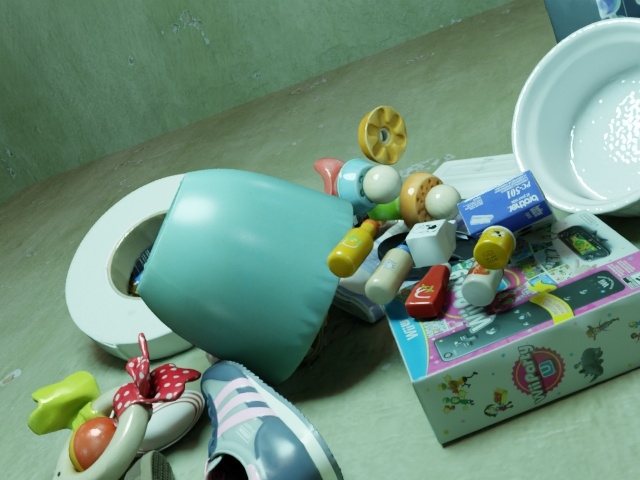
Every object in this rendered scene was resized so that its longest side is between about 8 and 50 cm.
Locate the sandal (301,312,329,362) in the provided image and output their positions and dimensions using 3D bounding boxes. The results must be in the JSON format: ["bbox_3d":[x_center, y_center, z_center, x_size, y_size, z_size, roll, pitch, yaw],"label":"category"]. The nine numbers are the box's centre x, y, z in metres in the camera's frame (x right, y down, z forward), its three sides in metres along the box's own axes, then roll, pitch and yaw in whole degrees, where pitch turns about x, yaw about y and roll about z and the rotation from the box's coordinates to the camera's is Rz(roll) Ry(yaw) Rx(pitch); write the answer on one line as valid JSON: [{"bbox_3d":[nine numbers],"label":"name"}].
[{"bbox_3d":[-0.012,0.128,1.171,0.072,0.049,0.180,-23,36,21],"label":"sandal"}]

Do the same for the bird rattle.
[{"bbox_3d":[-0.288,0.263,1.039,0.253,0.143,0.207,-18,42,27],"label":"bird rattle"}]

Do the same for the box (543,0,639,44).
[{"bbox_3d":[0.629,-0.358,1.246,0.395,0.294,0.212,-25,22,2],"label":"box"}]

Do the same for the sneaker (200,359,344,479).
[{"bbox_3d":[-0.106,0.243,0.919,0.131,0.112,0.319,-34,22,-21],"label":"sneaker"}]

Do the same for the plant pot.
[{"bbox_3d":[-0.123,0.032,1.068,0.293,0.235,0.293,-158,90,-77],"label":"plant pot"}]

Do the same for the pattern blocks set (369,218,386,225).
[{"bbox_3d":[0.000,0.000,1.409,0.285,0.026,0.325,-27,16,2],"label":"pattern blocks set"}]

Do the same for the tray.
[{"bbox_3d":[0.310,-0.127,1.414,0.270,0.030,0.145,-2,31,44],"label":"tray"}]

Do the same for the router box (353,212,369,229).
[{"bbox_3d":[0.032,-0.045,1.378,0.122,0.038,0.092,-8,23,38],"label":"router box"}]

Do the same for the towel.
[{"bbox_3d":[0.136,0.030,1.244,0.285,0.034,0.209,-33,24,-18],"label":"towel"}]

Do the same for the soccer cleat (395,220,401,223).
[{"bbox_3d":[0.161,-0.049,1.399,0.035,0.029,0.083,-21,18,20],"label":"soccer cleat"}]

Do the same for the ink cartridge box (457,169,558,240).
[{"bbox_3d":[0.251,-0.032,0.969,0.097,0.046,0.207,-26,-17,18],"label":"ink cartridge box"}]

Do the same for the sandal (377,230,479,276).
[{"bbox_3d":[0.201,0.014,1.130,0.254,0.054,0.097,7,39,38],"label":"sandal"}]

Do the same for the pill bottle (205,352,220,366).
[{"bbox_3d":[-0.139,0.177,1.189,0.083,0.043,0.043,-31,23,-16],"label":"pill bottle"}]

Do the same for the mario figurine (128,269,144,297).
[{"bbox_3d":[-0.235,0.040,1.548,0.198,0.170,0.320,38,71,25],"label":"mario figurine"}]

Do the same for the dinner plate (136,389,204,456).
[{"bbox_3d":[-0.234,0.275,1.105,0.141,0.017,0.141,-21,23,10],"label":"dinner plate"}]

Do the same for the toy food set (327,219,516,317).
[{"bbox_3d":[0.137,0.020,0.910,0.232,0.111,0.104,-10,25,34],"label":"toy food set"}]

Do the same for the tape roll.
[{"bbox_3d":[-0.299,0.043,1.411,0.392,0.072,0.392,-12,52,15],"label":"tape roll"}]

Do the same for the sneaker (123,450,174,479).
[{"bbox_3d":[-0.222,0.340,0.913,0.071,0.066,0.188,-40,16,7],"label":"sneaker"}]

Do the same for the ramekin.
[{"bbox_3d":[0.429,-0.163,1.064,0.135,0.277,0.277,11,-5,-41],"label":"ramekin"}]

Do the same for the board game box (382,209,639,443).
[{"bbox_3d":[0.244,0.095,0.906,0.303,0.098,0.224,-24,21,4],"label":"board game box"}]

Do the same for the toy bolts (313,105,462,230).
[{"bbox_3d":[0.115,-0.115,1.200,0.228,0.218,0.158,-8,6,-40],"label":"toy bolts"}]

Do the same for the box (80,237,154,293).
[{"bbox_3d":[-0.427,0.006,1.725,0.108,0.153,0.207,-12,25,31],"label":"box"}]
